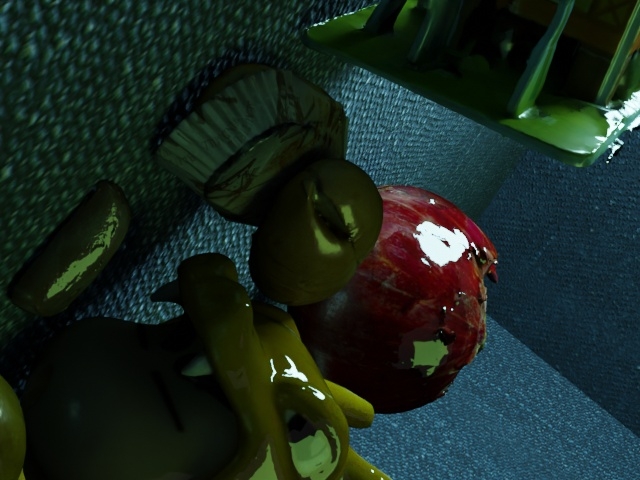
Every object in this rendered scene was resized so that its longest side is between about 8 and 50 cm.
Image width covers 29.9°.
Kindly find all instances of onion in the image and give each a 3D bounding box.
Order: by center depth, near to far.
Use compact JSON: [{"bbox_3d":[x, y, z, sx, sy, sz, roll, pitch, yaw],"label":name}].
[{"bbox_3d":[0.078,0.067,1.414,0.276,0.276,0.276,-49,170,-11],"label":"onion"}]

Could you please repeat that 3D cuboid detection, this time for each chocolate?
[{"bbox_3d":[-0.151,0.011,0.764,0.101,0.031,0.064,-51,175,-9],"label":"chocolate"}]

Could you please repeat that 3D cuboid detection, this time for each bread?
[{"bbox_3d":[0.000,0.000,0.907,0.114,0.077,0.189,-33,171,-11],"label":"bread"}]

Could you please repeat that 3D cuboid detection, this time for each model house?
[{"bbox_3d":[0.178,-0.257,0.894,0.357,0.242,0.313,-31,142,-58],"label":"model house"}]

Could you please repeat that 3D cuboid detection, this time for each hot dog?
[{"bbox_3d":[-0.044,-0.066,0.869,0.131,0.069,0.252,-43,169,5],"label":"hot dog"}]

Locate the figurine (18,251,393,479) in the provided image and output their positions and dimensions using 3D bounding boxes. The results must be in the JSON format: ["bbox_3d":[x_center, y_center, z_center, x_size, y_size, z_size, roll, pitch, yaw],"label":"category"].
[{"bbox_3d":[-0.140,0.220,0.913,0.387,0.268,0.401,-37,159,1],"label":"figurine"}]

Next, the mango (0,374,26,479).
[{"bbox_3d":[-0.252,0.139,0.598,0.227,0.099,0.136,-35,160,-23],"label":"mango"}]
